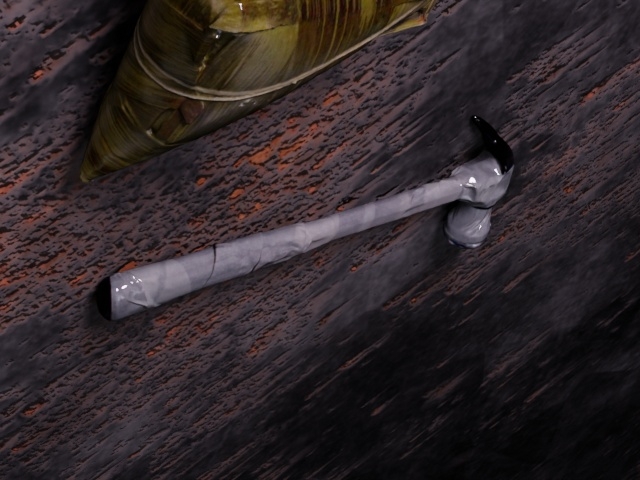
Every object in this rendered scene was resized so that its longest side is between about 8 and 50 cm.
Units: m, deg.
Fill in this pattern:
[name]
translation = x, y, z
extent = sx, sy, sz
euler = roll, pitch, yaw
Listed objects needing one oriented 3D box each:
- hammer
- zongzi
[hammer]
translation = -0.001, -0.001, 1.273
extent = 0.427, 0.044, 0.152
euler = -20, 145, -28
[zongzi]
translation = -0.034, -0.140, 1.009
extent = 0.247, 0.111, 0.241
euler = -21, 165, -38
